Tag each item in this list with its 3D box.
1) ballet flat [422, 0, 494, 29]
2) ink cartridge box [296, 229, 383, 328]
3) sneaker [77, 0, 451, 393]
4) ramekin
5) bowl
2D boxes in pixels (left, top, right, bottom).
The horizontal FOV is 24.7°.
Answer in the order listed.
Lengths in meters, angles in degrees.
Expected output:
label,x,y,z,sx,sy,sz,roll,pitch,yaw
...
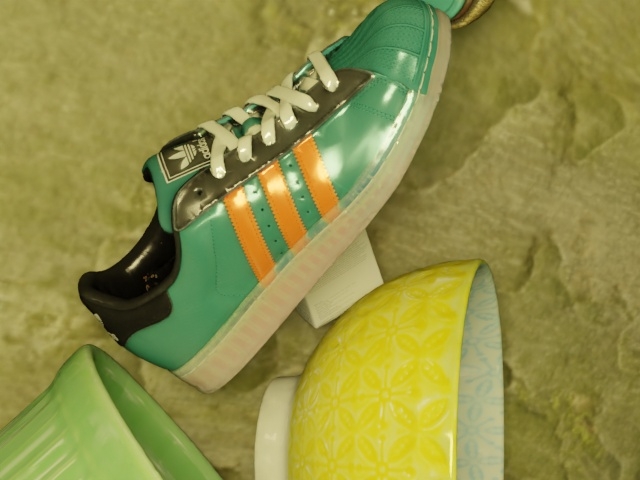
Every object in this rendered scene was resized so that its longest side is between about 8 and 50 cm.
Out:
label,x,y,z,sx,sy,sz,roll,pitch,yaw
ballet flat,0.075,-0.306,0.909,0.123,0.123,0.349,-22,122,-23
ink cartridge box,0.000,0.000,1.047,0.063,0.029,0.115,-31,125,-17
sneaker,-0.040,-0.041,0.930,0.121,0.108,0.302,31,105,-23
ramekin,-0.111,0.227,0.915,0.148,0.303,0.303,-38,128,-3
bowl,0.041,0.155,1.046,0.156,0.289,0.289,0,120,13
